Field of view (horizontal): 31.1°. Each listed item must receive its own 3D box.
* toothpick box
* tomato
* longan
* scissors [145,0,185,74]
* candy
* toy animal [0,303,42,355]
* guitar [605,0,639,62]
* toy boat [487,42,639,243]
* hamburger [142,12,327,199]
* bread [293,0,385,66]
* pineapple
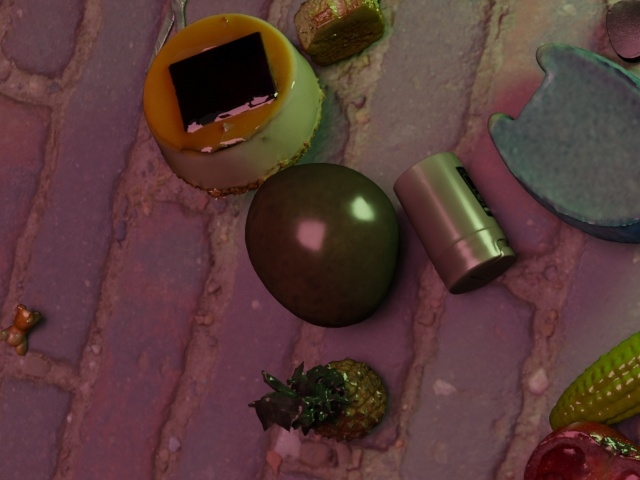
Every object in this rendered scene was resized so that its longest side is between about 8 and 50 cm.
[{"bbox_3d":[0.191,-0.024,1.650,0.111,0.111,0.181,-34,68,17],"label":"toothpick box"},{"bbox_3d":[0.367,0.321,1.515,0.189,0.099,0.173,25,116,15],"label":"tomato"},{"bbox_3d":[0.000,0.000,1.683,0.246,0.215,0.246,-11,75,47],"label":"longan"},{"bbox_3d":[-0.246,-0.402,1.967,0.144,0.017,0.248,6,86,26],"label":"scissors"},{"bbox_3d":[0.393,0.196,1.535,0.209,0.096,0.097,-37,68,22],"label":"candy"},{"bbox_3d":[-0.516,0.156,1.981,0.083,0.060,0.081,-59,30,1],"label":"toy animal"},{"bbox_3d":[0.512,-0.319,1.592,0.233,0.025,0.088,-18,74,22],"label":"guitar"},{"bbox_3d":[0.385,-0.125,1.591,0.330,0.123,0.215,43,105,36],"label":"toy boat"},{"bbox_3d":[-0.134,-0.210,1.783,0.276,0.179,0.294,-23,64,8],"label":"hamburger"},{"bbox_3d":[0.027,-0.335,1.765,0.140,0.128,0.069,-24,68,19],"label":"bread"},{"bbox_3d":[0.000,0.227,1.625,0.128,0.248,0.128,-4,82,27],"label":"pineapple"}]
